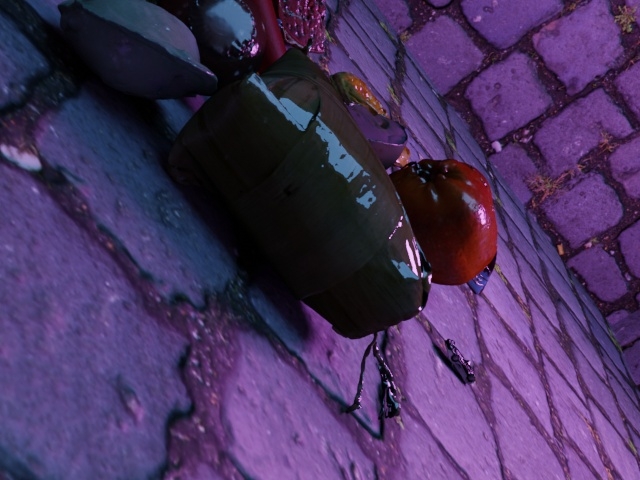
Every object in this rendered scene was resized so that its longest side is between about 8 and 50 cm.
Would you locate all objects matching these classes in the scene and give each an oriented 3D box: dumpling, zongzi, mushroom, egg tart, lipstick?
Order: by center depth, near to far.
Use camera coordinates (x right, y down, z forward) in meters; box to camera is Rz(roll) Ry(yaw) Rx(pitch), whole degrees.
[{"bbox_3d":[-0.191,-0.200,1.054,0.217,0.105,0.149,30,24,-55],"label":"dumpling"},{"bbox_3d":[0.038,-0.042,1.216,0.447,0.181,0.418,54,24,-13],"label":"zongzi"},{"bbox_3d":[-0.084,-0.273,1.399,0.080,0.080,0.241,-73,148,-68],"label":"lipstick"},{"bbox_3d":[0.060,-0.169,1.641,0.188,0.117,0.141,10,20,-40],"label":"mushroom"},{"bbox_3d":[0.084,-0.220,1.827,0.241,0.106,0.241,49,16,-19],"label":"egg tart"}]

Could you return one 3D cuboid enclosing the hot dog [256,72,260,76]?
[{"bbox_3d":[-0.094,-0.185,1.354,0.188,0.072,0.055,59,-4,10],"label":"hot dog"}]

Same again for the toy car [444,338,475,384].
[{"bbox_3d":[0.230,0.202,1.578,0.093,0.025,0.041,51,16,-24],"label":"toy car"}]

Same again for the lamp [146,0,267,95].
[{"bbox_3d":[-0.153,-0.267,1.252,0.156,0.135,0.157,-17,88,-28],"label":"lamp"}]

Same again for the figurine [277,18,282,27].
[{"bbox_3d":[-0.146,-0.357,1.481,0.144,0.114,0.178,53,26,-5],"label":"figurine"}]

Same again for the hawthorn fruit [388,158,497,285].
[{"bbox_3d":[0.224,-0.011,1.679,0.299,0.211,0.211,57,14,-34],"label":"hawthorn fruit"}]

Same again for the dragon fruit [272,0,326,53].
[{"bbox_3d":[-0.060,-0.449,1.926,0.127,0.120,0.161,2,12,-20],"label":"dragon fruit"}]

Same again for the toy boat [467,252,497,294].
[{"bbox_3d":[0.365,0.009,2.217,0.136,0.079,0.392,54,20,-12],"label":"toy boat"}]
